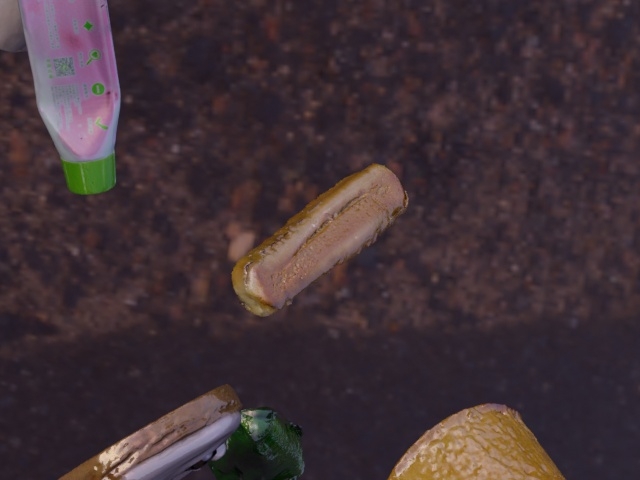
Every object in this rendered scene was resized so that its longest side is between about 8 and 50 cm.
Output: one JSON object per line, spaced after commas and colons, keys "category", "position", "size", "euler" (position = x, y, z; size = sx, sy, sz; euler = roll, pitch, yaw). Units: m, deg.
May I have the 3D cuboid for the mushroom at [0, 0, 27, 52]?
{"category": "mushroom", "position": [-0.258, -0.328, 1.636], "size": [0.122, 0.159, 0.329], "euler": [27, 111, -8]}

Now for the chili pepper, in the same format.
{"category": "chili pepper", "position": [-0.071, 0.210, 1.678], "size": [0.216, 0.108, 0.062], "euler": [90, 3, -64]}

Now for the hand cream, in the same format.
{"category": "hand cream", "position": [-0.240, -0.175, 1.588], "size": [0.079, 0.050, 0.275], "euler": [-20, 121, -25]}

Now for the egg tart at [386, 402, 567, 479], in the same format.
{"category": "egg tart", "position": [0.162, 0.283, 1.645], "size": [0.215, 0.171, 0.215], "euler": [-21, 131, -27]}

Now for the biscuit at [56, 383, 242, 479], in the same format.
{"category": "biscuit", "position": [-0.135, 0.174, 1.268], "size": [0.181, 0.208, 0.049], "euler": [-30, 85, -18]}

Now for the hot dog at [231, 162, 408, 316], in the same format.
{"category": "hot dog", "position": [-0.001, -0.001, 1.877], "size": [0.083, 0.068, 0.289], "euler": [52, 47, 2]}
